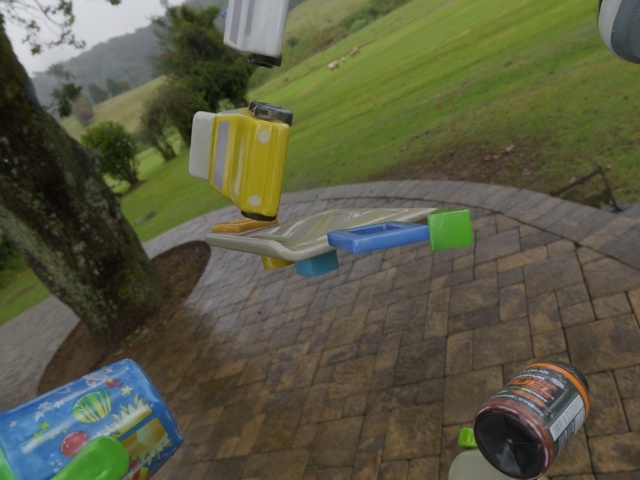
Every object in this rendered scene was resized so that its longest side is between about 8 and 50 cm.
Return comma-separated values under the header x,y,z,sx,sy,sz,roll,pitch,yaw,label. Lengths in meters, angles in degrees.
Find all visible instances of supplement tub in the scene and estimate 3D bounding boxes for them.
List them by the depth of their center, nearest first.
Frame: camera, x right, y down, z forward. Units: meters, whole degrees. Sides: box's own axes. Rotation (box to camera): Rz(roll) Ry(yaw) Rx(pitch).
x,y,z,sx,sy,sz,roll,pitch,yaw,label
0.304,0.236,0.690,0.198,0.106,0.106,-16,5,-43,supplement tub

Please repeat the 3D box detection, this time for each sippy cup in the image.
x,y,z,sx,sy,sz,roll,pitch,yaw,label
-0.338,0.300,0.727,0.224,0.240,0.305,-32,39,-28,sippy cup

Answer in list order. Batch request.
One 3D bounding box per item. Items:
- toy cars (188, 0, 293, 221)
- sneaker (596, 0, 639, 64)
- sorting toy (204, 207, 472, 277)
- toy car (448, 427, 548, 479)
x,y,z,sx,sy,sz,roll,pitch,yaw,label
-0.085,-0.177,0.539,0.176,0.087,0.394,117,156,-55,toy cars
0.271,-0.157,0.225,0.295,0.124,0.178,118,156,-58,sneaker
0.000,0.000,0.521,0.196,0.047,0.347,-13,10,-31,sorting toy
0.321,0.418,0.817,0.149,0.188,0.155,-24,41,51,toy car
